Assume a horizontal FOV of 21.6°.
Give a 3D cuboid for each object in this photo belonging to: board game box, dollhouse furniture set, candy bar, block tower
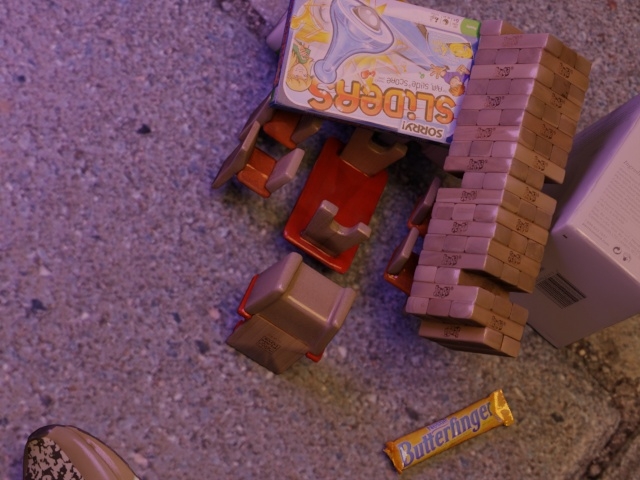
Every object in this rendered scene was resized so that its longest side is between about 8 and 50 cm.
[{"bbox_3d":[0.058,-0.182,1.742,0.201,0.035,0.136,12,85,-12],"label":"board game box"},{"bbox_3d":[0.000,0.000,1.777,0.262,0.135,0.259,33,54,-10],"label":"dollhouse furniture set"},{"bbox_3d":[0.138,0.207,1.811,0.161,0.018,0.040,-21,83,-27],"label":"candy bar"},{"bbox_3d":[0.184,-0.056,1.717,0.091,0.097,0.336,24,76,-44],"label":"block tower"}]

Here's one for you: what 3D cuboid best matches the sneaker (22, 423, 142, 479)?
[{"bbox_3d":[-0.226,0.365,1.503,0.182,0.158,0.410,3,68,-50],"label":"sneaker"}]

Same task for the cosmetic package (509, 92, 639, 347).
[{"bbox_3d":[0.318,-0.026,1.837,0.138,0.224,0.225,39,65,-7],"label":"cosmetic package"}]

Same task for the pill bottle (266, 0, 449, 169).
[{"bbox_3d":[0.074,-0.191,1.835,0.245,0.136,0.136,39,64,-7],"label":"pill bottle"}]
